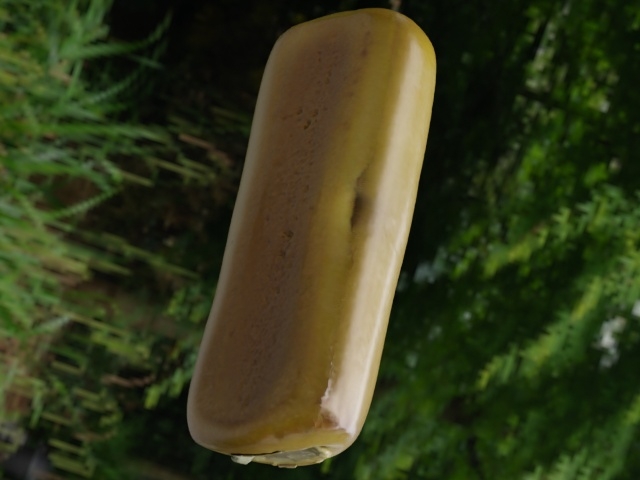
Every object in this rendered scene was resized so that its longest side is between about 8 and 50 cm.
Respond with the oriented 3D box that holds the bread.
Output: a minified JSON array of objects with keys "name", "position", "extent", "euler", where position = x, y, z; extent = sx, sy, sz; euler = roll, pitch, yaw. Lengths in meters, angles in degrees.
[{"name":"bread","position":[0.000,0.000,0.702],"extent":[0.074,0.092,0.239],"euler":[49,45,-46]}]
